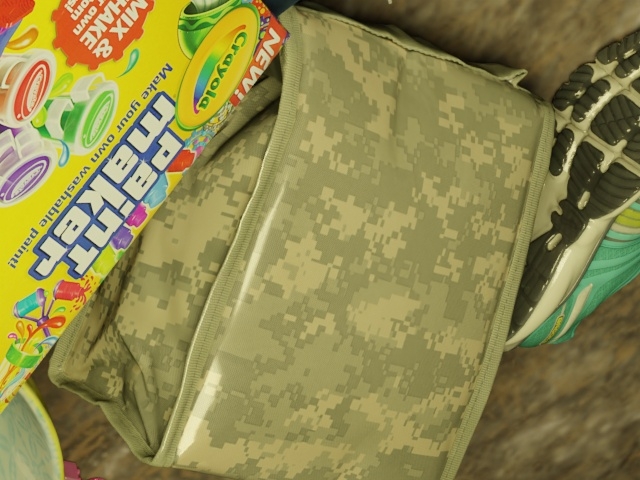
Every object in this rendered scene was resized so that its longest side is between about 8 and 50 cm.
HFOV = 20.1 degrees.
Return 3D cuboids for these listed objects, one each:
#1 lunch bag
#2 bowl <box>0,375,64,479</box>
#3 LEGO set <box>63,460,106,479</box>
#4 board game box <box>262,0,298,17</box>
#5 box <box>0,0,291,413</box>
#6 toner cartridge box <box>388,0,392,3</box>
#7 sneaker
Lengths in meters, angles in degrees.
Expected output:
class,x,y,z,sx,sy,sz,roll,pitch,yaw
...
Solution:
class,x,y,z,sx,sy,sz,roll,pitch,yaw
lunch bag,0.000,0.000,1.110,0.235,0.169,0.287,16,100,-38
bowl,-0.313,0.116,1.132,0.289,0.156,0.289,-7,123,-11
LEGO set,-0.181,0.282,1.320,0.093,0.087,0.227,15,119,-23
board game box,-0.101,-0.240,0.950,0.042,0.165,0.243,-37,124,10
box,-0.214,-0.086,0.845,0.290,0.177,0.279,-53,145,-5
toner cartridge box,-0.059,-0.289,0.930,0.075,0.165,0.348,-40,123,12
sneaker,0.197,-0.034,1.225,0.110,0.107,0.275,10,126,-43
